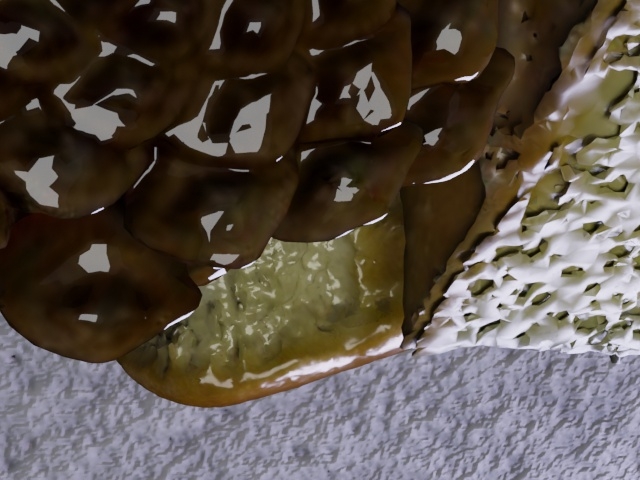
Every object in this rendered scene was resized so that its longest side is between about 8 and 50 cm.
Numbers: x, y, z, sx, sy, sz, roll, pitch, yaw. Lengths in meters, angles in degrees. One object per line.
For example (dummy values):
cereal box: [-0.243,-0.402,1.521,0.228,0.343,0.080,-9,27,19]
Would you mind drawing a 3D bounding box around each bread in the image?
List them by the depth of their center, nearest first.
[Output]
bread: [0.111,-0.121,0.822,0.248,0.315,0.279,4,125,-28]
bread: [0.000,0.000,0.879,0.245,0.174,0.121,-21,104,-21]

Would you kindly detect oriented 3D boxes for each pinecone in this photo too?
pinecone: [-0.118,-0.150,0.643,0.384,0.384,0.384,-10,117,-20]
